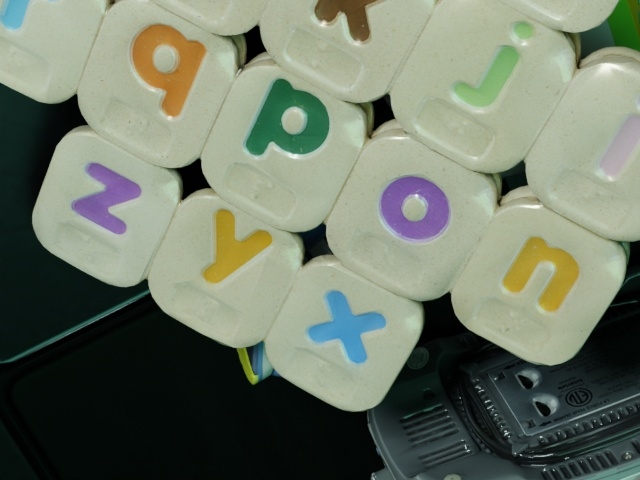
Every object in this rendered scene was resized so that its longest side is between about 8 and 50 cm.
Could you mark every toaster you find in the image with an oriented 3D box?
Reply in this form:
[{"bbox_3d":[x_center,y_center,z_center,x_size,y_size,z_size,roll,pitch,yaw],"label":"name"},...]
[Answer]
[{"bbox_3d":[0.139,0.109,0.885,0.227,0.129,0.146,-21,125,-7],"label":"toaster"}]

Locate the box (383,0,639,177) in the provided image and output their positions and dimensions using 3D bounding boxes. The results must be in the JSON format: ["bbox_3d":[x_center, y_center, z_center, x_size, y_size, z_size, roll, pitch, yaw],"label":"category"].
[{"bbox_3d":[0.078,-0.140,0.742,0.114,0.103,0.203,-14,121,-8],"label":"box"}]

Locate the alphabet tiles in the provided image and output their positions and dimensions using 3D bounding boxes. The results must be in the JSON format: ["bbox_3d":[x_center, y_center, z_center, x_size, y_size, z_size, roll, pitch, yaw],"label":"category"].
[{"bbox_3d":[-0.001,-0.064,0.719,0.284,0.021,0.278,28,127,3],"label":"alphabet tiles"}]

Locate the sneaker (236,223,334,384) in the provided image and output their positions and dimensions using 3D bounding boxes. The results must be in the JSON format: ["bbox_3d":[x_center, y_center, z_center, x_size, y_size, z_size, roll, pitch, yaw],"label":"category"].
[{"bbox_3d":[0.000,0.000,0.828,0.059,0.053,0.144,2,125,-17],"label":"sneaker"}]
